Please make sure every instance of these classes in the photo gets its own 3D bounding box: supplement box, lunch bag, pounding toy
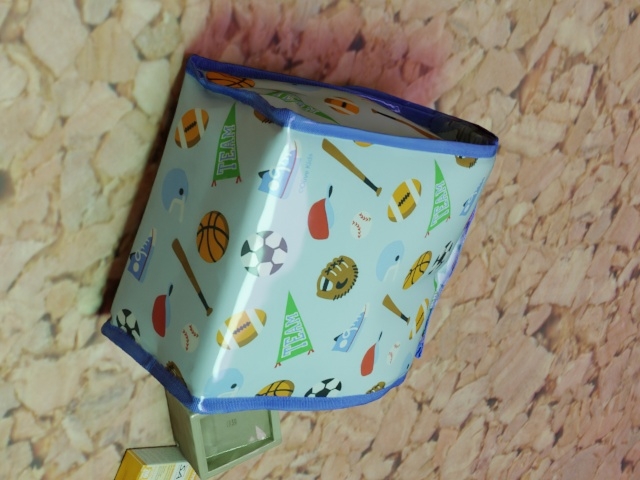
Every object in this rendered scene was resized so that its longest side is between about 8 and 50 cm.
[{"bbox_3d":[-0.194,0.280,1.711,0.098,0.036,0.062,4,114,-50],"label":"supplement box"},{"bbox_3d":[0.000,0.000,1.554,0.385,0.239,0.328,5,112,-42],"label":"lunch bag"},{"bbox_3d":[-0.106,0.196,1.712,0.141,0.100,0.130,-23,133,-21],"label":"pounding toy"}]
